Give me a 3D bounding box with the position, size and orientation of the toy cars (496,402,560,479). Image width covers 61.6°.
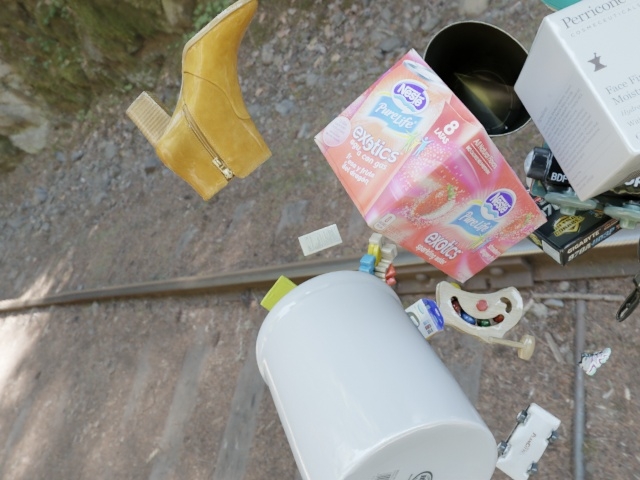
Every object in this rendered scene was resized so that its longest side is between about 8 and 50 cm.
[{"bbox_3d":[0.523,0.608,1.324,0.176,0.087,0.394,-5,72,3],"label":"toy cars"}]

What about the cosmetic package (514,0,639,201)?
[{"bbox_3d":[0.349,-0.173,0.621,0.151,0.151,0.184,-24,74,0],"label":"cosmetic package"}]

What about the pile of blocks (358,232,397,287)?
[{"bbox_3d":[0.203,0.159,1.909,0.112,0.148,0.363,9,96,36],"label":"pile of blocks"}]

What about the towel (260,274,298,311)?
[{"bbox_3d":[-0.036,0.197,1.423,0.102,0.237,0.021,-52,8,8],"label":"towel"}]

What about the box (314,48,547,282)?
[{"bbox_3d":[0.152,-0.072,0.671,0.154,0.300,0.142,-40,57,16],"label":"box"}]

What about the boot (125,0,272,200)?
[{"bbox_3d":[-0.148,-0.222,0.874,0.295,0.211,0.104,-42,16,12],"label":"boot"}]

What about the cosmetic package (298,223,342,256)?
[{"bbox_3d":[0.000,0.000,1.537,0.115,0.041,0.060,-19,85,0],"label":"cosmetic package"}]

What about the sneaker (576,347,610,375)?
[{"bbox_3d":[0.788,0.336,1.560,0.069,0.038,0.098,38,101,13],"label":"sneaker"}]

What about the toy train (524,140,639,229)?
[{"bbox_3d":[0.497,-0.087,0.863,0.333,0.190,0.142,13,94,15],"label":"toy train"}]

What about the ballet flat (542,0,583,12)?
[{"bbox_3d":[0.517,-0.375,0.879,0.139,0.139,0.400,-42,48,20],"label":"ballet flat"}]

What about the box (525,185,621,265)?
[{"bbox_3d":[0.493,-0.069,1.040,0.220,0.051,0.175,-32,43,-3],"label":"box"}]

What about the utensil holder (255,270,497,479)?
[{"bbox_3d":[0.084,0.293,0.977,0.328,0.327,0.385,-50,35,11],"label":"utensil holder"}]

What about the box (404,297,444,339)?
[{"bbox_3d":[0.216,0.191,1.214,0.136,0.028,0.081,-44,61,38],"label":"box"}]

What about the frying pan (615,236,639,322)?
[{"bbox_3d":[0.708,0.040,1.152,0.326,0.053,0.198,113,162,-65],"label":"frying pan"}]

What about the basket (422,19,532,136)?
[{"bbox_3d":[0.282,-0.254,0.941,0.154,0.227,0.204,-44,79,14],"label":"basket"}]

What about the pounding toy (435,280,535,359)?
[{"bbox_3d":[0.418,0.172,1.331,0.269,0.155,0.154,24,84,8],"label":"pounding toy"}]
